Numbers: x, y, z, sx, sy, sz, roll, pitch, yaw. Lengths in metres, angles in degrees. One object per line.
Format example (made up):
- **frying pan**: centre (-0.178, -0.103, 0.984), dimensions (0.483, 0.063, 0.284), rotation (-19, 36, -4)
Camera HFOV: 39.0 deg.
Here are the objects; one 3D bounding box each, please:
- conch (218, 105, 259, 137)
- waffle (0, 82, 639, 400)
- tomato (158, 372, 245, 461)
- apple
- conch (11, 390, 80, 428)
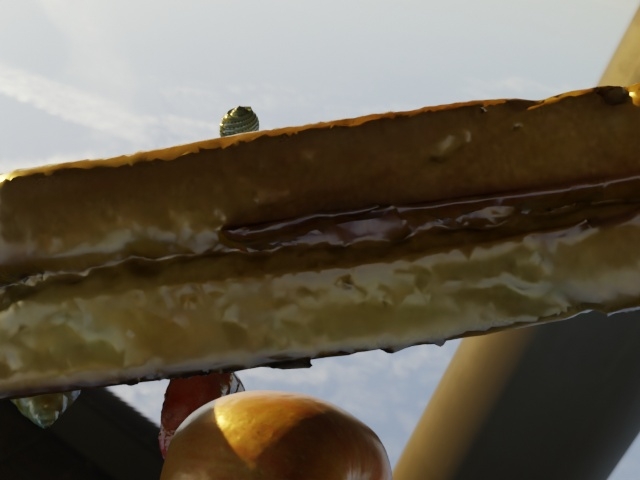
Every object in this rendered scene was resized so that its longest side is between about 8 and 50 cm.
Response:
- **conch**: centre (-0.124, -0.163, 1.336), dimensions (0.056, 0.085, 0.076), rotation (9, -150, -22)
- **waffle**: centre (0.000, 0.000, 0.426), dimensions (0.327, 0.098, 0.224), rotation (-9, -179, 12)
- **tomato**: centre (-0.184, 0.292, 1.518), dimensions (0.085, 0.225, 0.225), rotation (2, -159, 22)
- **apple**: centre (-0.055, 0.286, 0.995), dimensions (0.241, 0.242, 0.242), rotation (0, -167, 35)
- **conch**: centre (-0.303, 0.131, 1.020), dimensions (0.106, 0.116, 0.173), rotation (11, -176, 13)
